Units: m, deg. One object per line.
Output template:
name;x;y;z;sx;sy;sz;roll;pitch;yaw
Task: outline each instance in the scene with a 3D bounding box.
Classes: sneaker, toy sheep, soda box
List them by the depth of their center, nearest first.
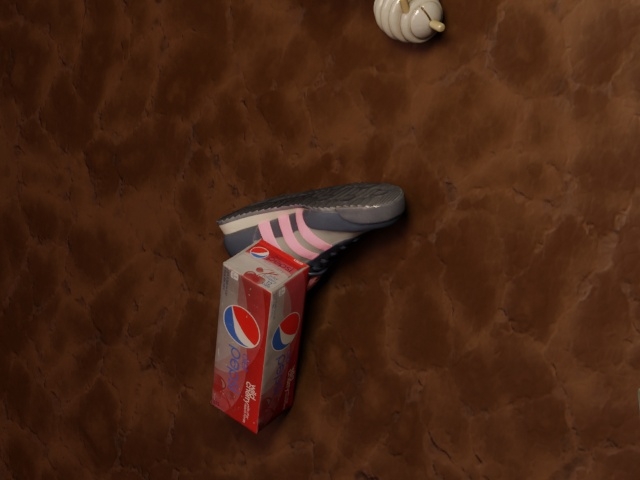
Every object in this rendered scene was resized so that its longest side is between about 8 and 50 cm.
toy sheep;0.113;-0.294;1.762;0.132;0.091;0.091;45;121;45
sneaker;0.000;0.000;1.884;0.319;0.112;0.131;-7;104;45
soda box;-0.084;0.134;1.900;0.092;0.083;0.263;30;133;26

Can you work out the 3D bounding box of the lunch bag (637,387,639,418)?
lunch bag;0.440;0.198;1.394;0.235;0.168;0.287;-112;41;-59
